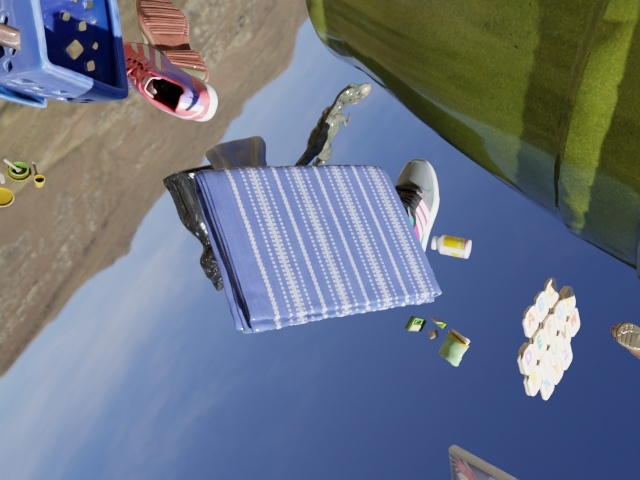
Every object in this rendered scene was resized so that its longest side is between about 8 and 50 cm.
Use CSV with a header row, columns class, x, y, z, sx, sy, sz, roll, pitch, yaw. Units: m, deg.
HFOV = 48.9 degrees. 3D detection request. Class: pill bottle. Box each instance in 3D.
class,x,y,z,sx,sy,sz,roll,pitch,yaw
pill bottle,0.292,0.012,1.573,0.043,0.083,0.044,11,90,-70

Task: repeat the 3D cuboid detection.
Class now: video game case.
class,x,y,z,sx,sy,sz,roll,pitch,yaw
video game case,0.348,0.539,1.444,0.023,0.184,0.201,-20,-159,-31

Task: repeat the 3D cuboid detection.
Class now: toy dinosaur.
class,x,y,z,sx,sy,sz,roll,pitch,yaw
toy dinosaur,0.000,-0.170,1.267,0.268,0.064,0.118,-59,174,0

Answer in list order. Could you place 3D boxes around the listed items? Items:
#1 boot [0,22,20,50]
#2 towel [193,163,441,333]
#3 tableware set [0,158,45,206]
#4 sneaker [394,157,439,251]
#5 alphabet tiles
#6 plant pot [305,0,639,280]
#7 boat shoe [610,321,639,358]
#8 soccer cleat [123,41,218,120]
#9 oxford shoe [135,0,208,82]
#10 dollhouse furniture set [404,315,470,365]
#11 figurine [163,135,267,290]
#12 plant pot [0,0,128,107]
class,x,y,z,sx,sy,sz,roll,pitch,yaw
boot,-0.423,-0.276,0.879,0.106,0.114,0.037,9,-100,54
towel,0.000,0.000,0.993,0.040,0.335,0.243,-46,-122,47
tableware set,-0.636,-0.116,1.413,0.154,0.104,0.024,-13,155,-31
sneaker,0.170,-0.076,1.540,0.123,0.178,0.296,2,-112,28
alphabet tiles,0.568,0.245,1.738,0.021,0.278,0.284,8,-141,44
plant pot,0.185,-0.205,0.557,0.352,0.366,0.367,31,-100,31
boat shoe,0.748,0.244,1.617,0.064,0.178,0.060,-57,179,-1
soccer cleat,-0.370,-0.356,1.539,0.116,0.318,0.109,-11,129,-61
oxford shoe,-0.419,-0.503,1.876,0.147,0.140,0.397,-59,-135,45
dollhouse furniture set,0.285,0.236,1.725,0.151,0.058,0.076,36,-77,37
figurine,-0.144,-0.037,1.145,0.092,0.210,0.214,-16,176,-45
plant pot,-0.494,-0.354,1.206,0.212,0.236,0.236,-9,177,18
